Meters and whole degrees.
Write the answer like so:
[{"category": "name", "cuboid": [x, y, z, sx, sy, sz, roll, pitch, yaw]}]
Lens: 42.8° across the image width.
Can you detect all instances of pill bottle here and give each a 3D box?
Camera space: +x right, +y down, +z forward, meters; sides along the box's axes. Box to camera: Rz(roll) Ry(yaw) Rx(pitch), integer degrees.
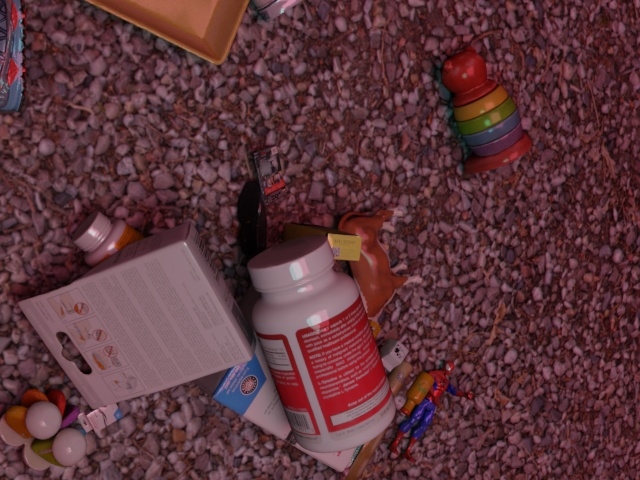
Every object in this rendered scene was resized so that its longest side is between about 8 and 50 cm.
[{"category": "pill bottle", "cuboid": [-0.005, 0.208, 1.681, 0.229, 0.229, 0.408, -24, 105, -21]}, {"category": "pill bottle", "cuboid": [-0.407, 0.036, 1.703, 0.215, 0.117, 0.117, 43, 79, -25]}]

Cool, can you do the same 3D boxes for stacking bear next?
[{"category": "stacking bear", "cuboid": [0.395, -0.334, 2.028, 0.175, 0.164, 0.289, -35, 107, -17]}]

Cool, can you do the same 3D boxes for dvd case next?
[{"category": "dvd case", "cuboid": [-0.113, -0.150, 1.853, 0.087, 0.013, 0.120, -35, 118, -56]}]

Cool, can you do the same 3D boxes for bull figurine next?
[{"category": "bull figurine", "cuboid": [0.138, 0.067, 1.989, 0.188, 0.101, 0.310, -24, 110, -25]}]

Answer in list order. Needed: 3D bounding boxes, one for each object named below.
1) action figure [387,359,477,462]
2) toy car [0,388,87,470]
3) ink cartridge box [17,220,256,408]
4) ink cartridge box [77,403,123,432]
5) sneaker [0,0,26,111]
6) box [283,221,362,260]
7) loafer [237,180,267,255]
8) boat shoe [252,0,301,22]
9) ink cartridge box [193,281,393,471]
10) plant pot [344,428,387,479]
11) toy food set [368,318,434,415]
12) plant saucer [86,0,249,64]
[{"category": "action figure", "cuboid": [0.294, 0.444, 2.108, 0.091, 0.139, 0.280, 31, 81, -28]}, {"category": "toy car", "cuboid": [-0.558, 0.382, 1.684, 0.182, 0.159, 0.136, 55, 37, -22]}, {"category": "ink cartridge box", "cuboid": [-0.368, 0.165, 1.675, 0.384, 0.091, 0.308, -19, 117, 13]}, {"category": "ink cartridge box", "cuboid": [-0.478, 0.381, 1.771, 0.083, 0.028, 0.048, -30, 110, -19]}, {"category": "sneaker", "cuboid": [-0.621, -0.378, 1.542, 0.125, 0.104, 0.262, -1, 98, -24]}, {"category": "box", "cuboid": [0.000, 0.000, 1.834, 0.087, 0.232, 0.058, 4, 96, -28]}, {"category": "loafer", "cuboid": [-0.150, -0.050, 1.860, 0.061, 0.062, 0.170, 4, 90, -65]}, {"category": "boat shoe", "cuboid": [-0.018, -0.645, 1.794, 0.367, 0.136, 0.156, -37, 109, -6]}, {"category": "ink cartridge box", "cuboid": [-0.048, 0.312, 1.894, 0.395, 0.166, 0.285, 37, 80, -25]}, {"category": "plant pot", "cuboid": [0.124, 0.497, 1.987, 0.032, 0.236, 0.236, 30, 83, 10]}, {"category": "toy food set", "cuboid": [0.140, 0.284, 1.831, 0.232, 0.111, 0.104, 46, 69, -26]}, {"category": "plant saucer", "cuboid": [-0.297, -0.577, 1.680, 0.332, 0.081, 0.333, 23, 88, -25]}]
